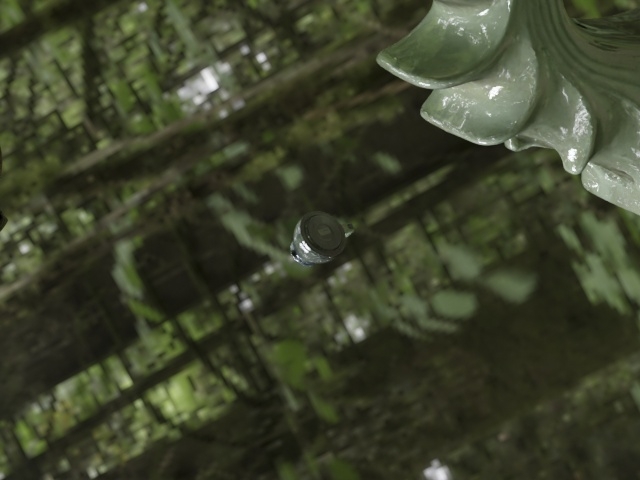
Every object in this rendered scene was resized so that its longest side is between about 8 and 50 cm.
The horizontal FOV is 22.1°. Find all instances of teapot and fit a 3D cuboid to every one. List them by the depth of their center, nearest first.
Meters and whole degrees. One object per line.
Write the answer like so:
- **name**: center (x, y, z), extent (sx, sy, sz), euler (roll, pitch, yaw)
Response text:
- **teapot**: center (0.000, 0.000, 2.062), extent (0.088, 0.057, 0.066), euler (-17, -107, -39)

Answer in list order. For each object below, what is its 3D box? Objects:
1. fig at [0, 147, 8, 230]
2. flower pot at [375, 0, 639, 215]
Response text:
- **fig**: center (-0.465, -0.069, 1.838), extent (0.235, 0.235, 0.214), euler (-65, -25, -70)
- **flower pot**: center (0.246, -0.160, 1.319), extent (0.367, 0.254, 0.164), euler (23, -174, -24)
